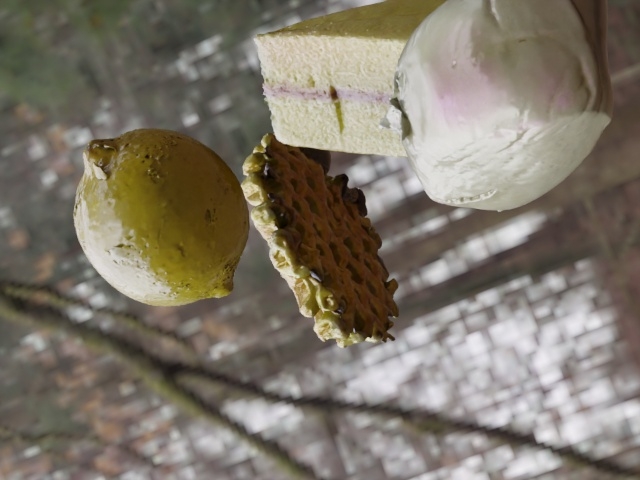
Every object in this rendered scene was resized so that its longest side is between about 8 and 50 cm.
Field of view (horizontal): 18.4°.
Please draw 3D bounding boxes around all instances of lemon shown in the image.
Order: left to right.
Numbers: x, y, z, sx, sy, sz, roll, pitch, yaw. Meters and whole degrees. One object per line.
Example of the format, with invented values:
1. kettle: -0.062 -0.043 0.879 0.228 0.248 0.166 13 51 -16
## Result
1. lemon: -0.161 -0.026 1.976 0.206 0.173 0.173 42 -148 -30

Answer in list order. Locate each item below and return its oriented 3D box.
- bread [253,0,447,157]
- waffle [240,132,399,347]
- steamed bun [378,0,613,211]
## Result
1. bread: 0.081 -0.203 2.270 0.163 0.264 0.167 -50 -41 -46
2. waffle: 0.003 -0.002 2.452 0.329 0.062 0.329 50 -159 -28
3. steamed bun: 0.138 -0.125 1.630 0.239 0.152 0.170 128 141 -64
